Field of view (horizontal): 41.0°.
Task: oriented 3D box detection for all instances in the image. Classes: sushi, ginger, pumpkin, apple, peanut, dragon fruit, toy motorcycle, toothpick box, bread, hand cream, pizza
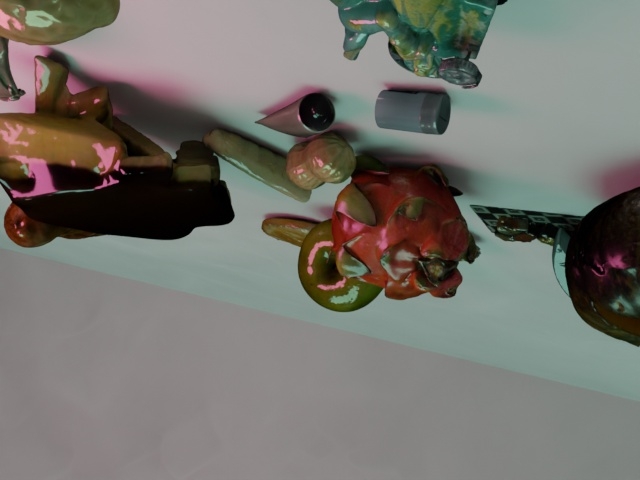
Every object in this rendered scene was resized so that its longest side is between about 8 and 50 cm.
[{"bbox_3d":[0.361,-0.012,1.440,0.201,0.031,0.139,8,164,31],"label":"sushi"},{"bbox_3d":[-0.476,-0.114,1.669,0.176,0.254,0.418,-17,175,22],"label":"ginger"},{"bbox_3d":[0.486,0.042,1.136,0.321,0.192,0.320,9,155,4],"label":"pumpkin"},{"bbox_3d":[0.052,0.046,1.706,0.197,0.196,0.157,8,-176,30],"label":"apple"},{"bbox_3d":[-0.005,-0.121,1.311,0.082,0.082,0.187,22,166,-23],"label":"peanut"},{"bbox_3d":[0.126,-0.015,1.328,0.227,0.224,0.224,12,167,40],"label":"dragon fruit"},{"bbox_3d":[0.073,-0.225,0.762,0.198,0.109,0.296,17,165,5],"label":"toy motorcycle"},{"bbox_3d":[0.116,-0.162,1.074,0.083,0.052,0.052,10,165,27],"label":"toothpick box"},{"bbox_3d":[-0.377,-0.295,0.942,0.313,0.149,0.149,15,167,-6],"label":"peanut"},{"bbox_3d":[-0.318,-0.148,1.413,0.359,0.211,0.413,-10,163,34],"label":"ginger"},{"bbox_3d":[-0.100,-0.132,1.439,0.214,0.053,0.073,27,-169,-26],"label":"bread"},{"bbox_3d":[-0.029,-0.171,1.220,0.087,0.054,0.186,14,174,-19],"label":"hand cream"},{"bbox_3d":[0.000,0.000,1.892,0.262,0.034,0.181,22,166,-22],"label":"pizza"}]

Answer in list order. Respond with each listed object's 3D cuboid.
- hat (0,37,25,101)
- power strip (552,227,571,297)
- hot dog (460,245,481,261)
[{"bbox_3d":[-0.505,-0.280,1.125,0.245,0.149,0.214,10,175,-20],"label":"hat"},{"bbox_3d":[0.495,0.056,1.351,0.254,0.054,0.167,7,131,22],"label":"power strip"},{"bbox_3d":[0.217,-0.004,1.590,0.108,0.059,0.191,-4,155,43],"label":"hot dog"}]
